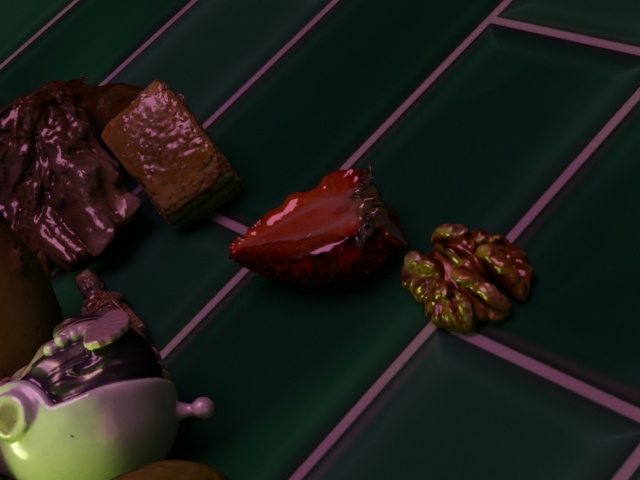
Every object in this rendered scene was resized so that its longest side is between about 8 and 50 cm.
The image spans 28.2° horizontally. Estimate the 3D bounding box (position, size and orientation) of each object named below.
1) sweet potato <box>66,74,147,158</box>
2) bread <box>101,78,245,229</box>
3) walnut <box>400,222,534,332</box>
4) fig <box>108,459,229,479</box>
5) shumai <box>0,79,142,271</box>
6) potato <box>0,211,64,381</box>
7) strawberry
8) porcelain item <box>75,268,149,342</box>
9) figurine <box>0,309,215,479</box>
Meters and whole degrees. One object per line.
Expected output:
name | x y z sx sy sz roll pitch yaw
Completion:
sweet potato | -0.351 -0.209 2.122 0.130 0.130 0.423 -45 35 -17
bread | -0.221 -0.125 1.895 0.138 0.102 0.196 -37 77 9
walnut | 0.173 0.037 1.554 0.143 0.069 0.170 -44 43 -17
fig | -0.182 0.354 1.302 0.258 0.258 0.326 -5 33 29
shumai | -0.411 -0.062 1.989 0.283 0.217 0.346 27 90 7
potato | -0.569 0.094 1.675 0.442 0.319 0.385 2 41 6
strawberry | -0.003 0.012 1.675 0.228 0.098 0.174 -28 37 9
porcelain item | -0.307 0.101 1.809 0.084 0.054 0.213 -33 38 -5
figurine | -0.322 0.254 1.539 0.361 0.211 0.253 -45 2 -8
